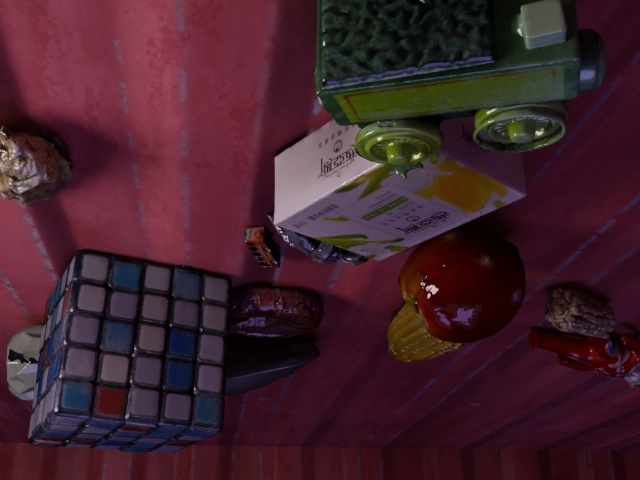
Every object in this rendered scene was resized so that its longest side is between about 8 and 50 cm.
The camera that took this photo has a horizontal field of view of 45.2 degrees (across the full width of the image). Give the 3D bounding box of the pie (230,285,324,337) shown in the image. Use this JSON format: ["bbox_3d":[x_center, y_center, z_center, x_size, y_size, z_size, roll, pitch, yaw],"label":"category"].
[{"bbox_3d":[-0.095,0.146,1.523,0.204,0.054,0.219,-2,156,3],"label":"pie"}]

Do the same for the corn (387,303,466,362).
[{"bbox_3d":[0.213,0.164,1.482,0.130,0.130,0.347,6,159,-15],"label":"corn"}]

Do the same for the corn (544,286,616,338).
[{"bbox_3d":[0.520,0.147,1.507,0.210,0.087,0.087,17,150,-38],"label":"corn"}]

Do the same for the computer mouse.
[{"bbox_3d":[-0.160,0.296,1.751,0.330,0.095,0.197,-13,177,20],"label":"computer mouse"}]

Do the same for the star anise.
[{"bbox_3d":[0.000,0.000,1.155,0.180,0.061,0.204,22,174,-20],"label":"star anise"}]

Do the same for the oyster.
[{"bbox_3d":[-0.384,-0.082,0.996,0.132,0.072,0.209,22,149,-35],"label":"oyster"}]

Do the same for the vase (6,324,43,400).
[{"bbox_3d":[-0.472,0.254,1.646,0.359,0.165,0.165,-1,156,-12],"label":"vase"}]

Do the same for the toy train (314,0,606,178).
[{"bbox_3d":[0.118,-0.168,0.702,0.271,0.159,0.188,-4,163,16],"label":"toy train"}]

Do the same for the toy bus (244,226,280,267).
[{"bbox_3d":[-0.093,0.013,1.258,0.043,0.031,0.110,-2,154,10],"label":"toy bus"}]

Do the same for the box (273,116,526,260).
[{"bbox_3d":[0.093,-0.082,0.961,0.194,0.111,0.260,18,148,-35],"label":"box"}]

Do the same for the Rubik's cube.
[{"bbox_3d":[-0.344,0.216,1.389,0.291,0.293,0.287,10,154,-26],"label":"Rubik's cube"}]

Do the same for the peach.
[{"bbox_3d":[0.231,0.065,1.209,0.197,0.198,0.197,-1,156,0],"label":"peach"}]

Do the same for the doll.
[{"bbox_3d":[0.650,0.259,1.756,0.383,0.099,0.188,21,148,-33],"label":"doll"}]
